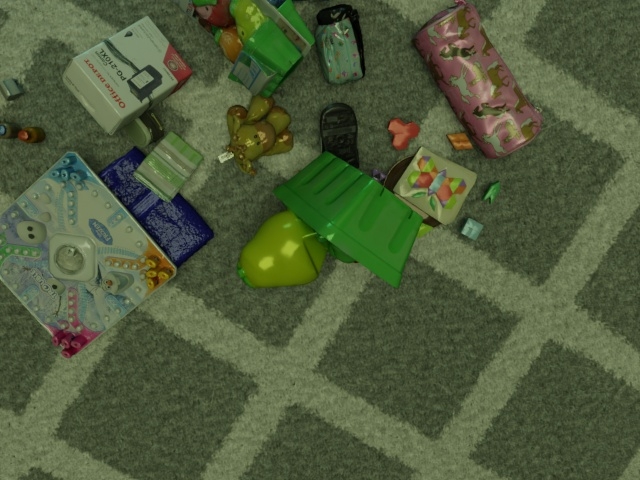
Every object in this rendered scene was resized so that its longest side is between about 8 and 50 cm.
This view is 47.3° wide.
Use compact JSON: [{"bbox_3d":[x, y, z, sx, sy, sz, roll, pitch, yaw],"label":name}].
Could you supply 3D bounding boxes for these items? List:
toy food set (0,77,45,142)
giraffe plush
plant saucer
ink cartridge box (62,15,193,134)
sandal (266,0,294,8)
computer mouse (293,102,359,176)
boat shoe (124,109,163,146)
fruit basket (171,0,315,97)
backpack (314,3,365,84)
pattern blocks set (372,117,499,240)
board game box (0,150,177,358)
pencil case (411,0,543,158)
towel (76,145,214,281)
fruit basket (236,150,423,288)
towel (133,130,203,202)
[{"bbox_3d":[-0.772,-0.325,1.751,0.111,0.104,0.232,-27,99,1],"label":"toy food set"},{"bbox_3d":[-0.166,-0.250,1.766,0.210,0.170,0.181,-43,99,4],"label":"giraffe plush"},{"bbox_3d":[0.255,-0.124,1.878,0.199,0.036,0.198,-1,99,-3],"label":"plant saucer"},{"bbox_3d":[-0.447,-0.385,1.704,0.172,0.100,0.237,51,55,-9],"label":"ink cartridge box"},{"bbox_3d":[-0.016,-0.625,1.737,0.317,0.126,0.138,-39,106,-2],"label":"sandal"},{"bbox_3d":[0.013,-0.210,1.842,0.184,0.060,0.262,-15,111,-5],"label":"computer mouse"},{"bbox_3d":[-0.470,-0.335,1.789,0.081,0.069,0.227,-32,92,46],"label":"boat shoe"},{"bbox_3d":[-0.200,-0.491,1.655,0.353,0.327,0.165,36,73,-10],"label":"fruit basket"},{"bbox_3d":[0.048,-0.471,1.770,0.115,0.152,0.182,-12,112,4],"label":"backpack"},{"bbox_3d":[0.289,-0.143,1.846,0.325,0.026,0.285,17,97,-6],"label":"pattern blocks set"},{"bbox_3d":[-0.618,0.047,1.800,0.390,0.050,0.390,-37,98,15],"label":"board game box"},{"bbox_3d":[0.383,-0.392,1.785,0.167,0.160,0.386,-38,99,-17],"label":"pencil case"},{"bbox_3d":[-0.446,-0.052,1.827,0.228,0.076,0.308,-42,99,4],"label":"towel"},{"bbox_3d":[0.000,0.000,1.686,0.283,0.392,0.392,35,95,-29],"label":"fruit basket"},{"bbox_3d":[-0.373,-0.184,1.807,0.113,0.023,0.152,40,70,-13],"label":"towel"}]
